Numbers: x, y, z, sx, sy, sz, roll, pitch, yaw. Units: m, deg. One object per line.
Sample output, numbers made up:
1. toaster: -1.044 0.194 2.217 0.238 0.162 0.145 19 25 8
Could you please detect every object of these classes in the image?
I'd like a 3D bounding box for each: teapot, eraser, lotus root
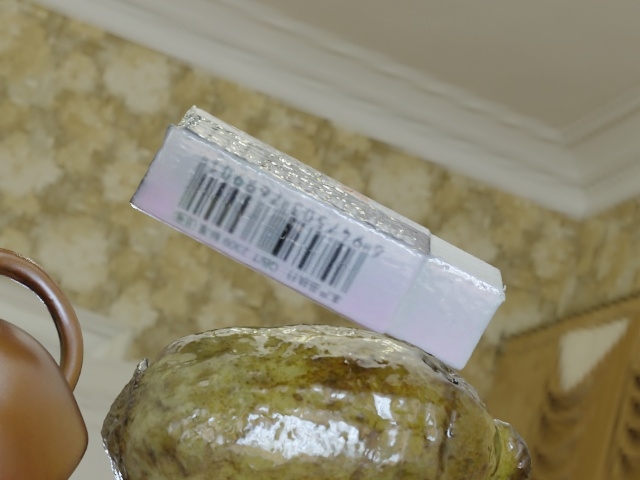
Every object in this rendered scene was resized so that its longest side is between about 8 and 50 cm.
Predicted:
1. teapot: -0.145 0.060 0.575 0.116 0.173 0.116 18 -47 21
2. eraser: 0.000 0.000 1.312 0.287 0.086 0.130 28 9 -1
3. lotus root: 0.005 0.117 0.972 0.260 0.128 0.145 9 -18 -16
